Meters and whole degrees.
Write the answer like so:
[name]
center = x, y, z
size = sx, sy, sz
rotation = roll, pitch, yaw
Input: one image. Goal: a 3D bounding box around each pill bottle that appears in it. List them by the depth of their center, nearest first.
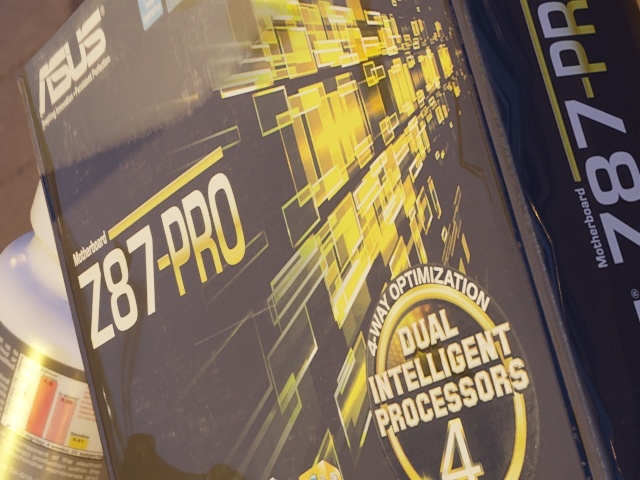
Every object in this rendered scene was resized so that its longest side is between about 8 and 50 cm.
[pill bottle]
center = -0.210, 0.115, 1.501
size = 0.210, 0.210, 0.363
rotation = 54, 131, 48

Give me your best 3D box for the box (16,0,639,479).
[box]
center = 0.000, 0.000, 0.756
size = 0.395, 0.097, 0.318
rotation = -28, 72, 57
